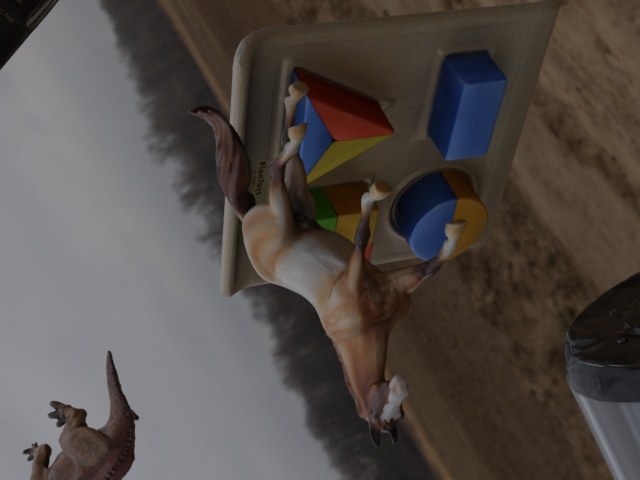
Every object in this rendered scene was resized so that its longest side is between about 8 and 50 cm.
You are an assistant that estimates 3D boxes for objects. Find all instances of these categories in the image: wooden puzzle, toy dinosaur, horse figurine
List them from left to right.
[{"bbox_3d":[-0.293,0.296,1.305,0.127,0.295,0.200,32,179,-22],"label":"toy dinosaur"},{"bbox_3d":[0.000,0.000,0.774,0.263,0.066,0.174,42,134,28],"label":"horse figurine"},{"bbox_3d":[0.073,-0.076,1.057,0.322,0.348,0.080,98,150,-43],"label":"wooden puzzle"}]

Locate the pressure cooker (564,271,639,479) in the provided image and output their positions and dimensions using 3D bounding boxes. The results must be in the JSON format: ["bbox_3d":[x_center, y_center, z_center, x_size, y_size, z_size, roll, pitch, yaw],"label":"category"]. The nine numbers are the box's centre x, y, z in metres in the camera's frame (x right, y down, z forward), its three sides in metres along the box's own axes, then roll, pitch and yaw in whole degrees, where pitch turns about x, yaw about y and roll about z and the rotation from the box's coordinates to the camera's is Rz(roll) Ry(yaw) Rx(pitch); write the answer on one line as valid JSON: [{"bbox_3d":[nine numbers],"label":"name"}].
[{"bbox_3d":[0.524,0.232,1.231,0.375,0.370,0.420,-90,-25,-81],"label":"pressure cooker"}]

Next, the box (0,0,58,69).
[{"bbox_3d":[-0.266,-0.282,0.526,0.395,0.097,0.318,49,-144,-27],"label":"box"}]
